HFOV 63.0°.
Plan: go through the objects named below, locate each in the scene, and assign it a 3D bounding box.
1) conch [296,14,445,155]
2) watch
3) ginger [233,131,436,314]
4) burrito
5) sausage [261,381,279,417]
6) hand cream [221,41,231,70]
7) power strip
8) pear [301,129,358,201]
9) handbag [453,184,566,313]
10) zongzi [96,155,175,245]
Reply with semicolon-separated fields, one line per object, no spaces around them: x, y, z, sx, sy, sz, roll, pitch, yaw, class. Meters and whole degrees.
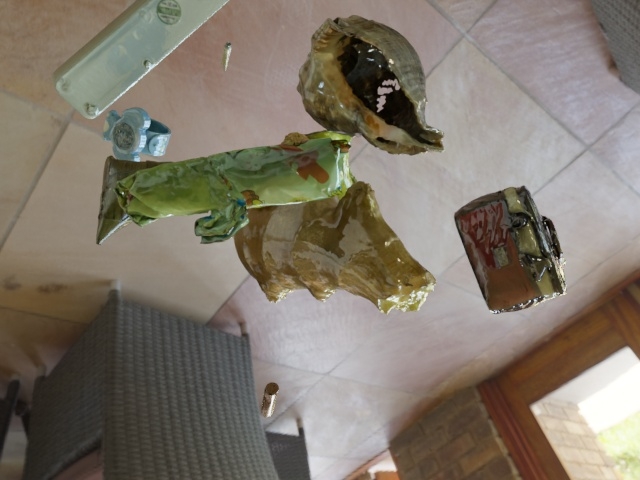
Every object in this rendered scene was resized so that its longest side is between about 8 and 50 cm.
0.050;-0.162;0.560;0.130;0.207;0.155;-43;148;11;conch
-0.642;-0.382;1.861;0.211;0.211;0.193;-45;174;25;watch
0.007;-0.024;0.736;0.375;0.236;0.166;3;165;38;ginger
-0.101;-0.052;0.607;0.288;0.104;0.054;-7;173;5;burrito
-0.092;0.289;0.940;0.026;0.026;0.116;-6;143;-15;sausage
-0.286;-0.559;1.582;0.022;0.035;0.102;-18;164;-25;hand cream
-0.301;-0.375;0.924;0.385;0.062;0.091;-43;137;-3;power strip
0.027;-0.181;1.461;0.164;0.238;0.255;-9;94;6;pear
0.405;0.017;1.096;0.181;0.254;0.181;-22;173;22;handbag
-0.479;-0.102;1.444;0.250;0.274;0.125;-1;144;-10;zongzi
